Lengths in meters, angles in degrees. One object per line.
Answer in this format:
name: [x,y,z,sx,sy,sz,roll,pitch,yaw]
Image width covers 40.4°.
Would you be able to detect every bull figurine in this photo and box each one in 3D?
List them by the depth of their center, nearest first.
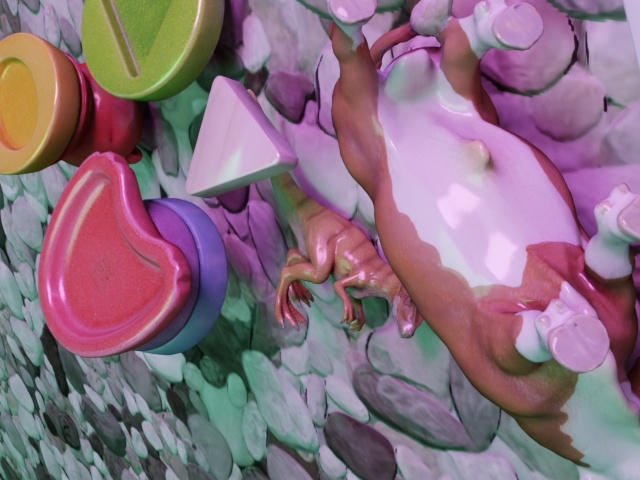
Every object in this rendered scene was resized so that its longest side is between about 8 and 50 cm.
bull figurine: [0.096,0.006,0.437,0.310,0.101,0.188,56,170,20]

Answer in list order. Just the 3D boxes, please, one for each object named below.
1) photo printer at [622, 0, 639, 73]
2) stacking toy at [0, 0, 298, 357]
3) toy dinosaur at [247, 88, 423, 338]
photo printer: [0.233,-0.035,0.265,0.256,0.107,0.308,-2,109,52]
stacking toy: [-0.128,-0.075,0.709,0.279,0.130,0.309,-37,66,26]
toy dinosaur: [0.000,0.000,0.643,0.211,0.064,0.112,46,115,21]
